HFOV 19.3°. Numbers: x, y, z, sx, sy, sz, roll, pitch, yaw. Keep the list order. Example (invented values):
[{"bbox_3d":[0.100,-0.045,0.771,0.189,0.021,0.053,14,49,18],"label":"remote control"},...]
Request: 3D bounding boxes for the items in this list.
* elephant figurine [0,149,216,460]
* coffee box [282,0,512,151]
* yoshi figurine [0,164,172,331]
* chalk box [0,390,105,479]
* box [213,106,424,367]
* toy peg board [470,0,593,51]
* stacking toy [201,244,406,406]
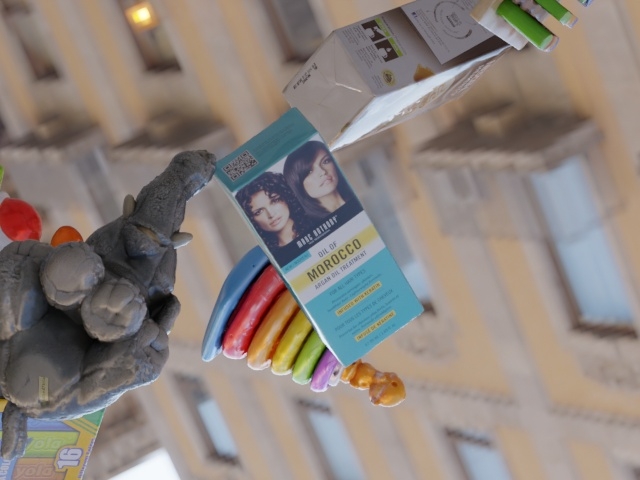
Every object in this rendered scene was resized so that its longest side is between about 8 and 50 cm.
[{"bbox_3d":[-0.176,0.046,1.584,0.186,0.169,0.239,-15,-166,16],"label":"elephant figurine"},{"bbox_3d":[0.095,-0.209,2.253,0.246,0.098,0.141,-25,168,-37],"label":"coffee box"},{"bbox_3d":[-0.342,0.063,2.041,0.203,0.362,0.203,104,12,-65],"label":"yoshi figurine"},{"bbox_3d":[-0.323,0.157,1.693,0.213,0.132,0.132,4,-151,-32],"label":"chalk box"},{"bbox_3d":[0.000,0.000,1.775,0.100,0.244,0.060,-36,-144,-5],"label":"box"},{"bbox_3d":[0.261,-0.265,2.019,0.161,0.079,0.161,-50,159,10],"label":"toy peg board"},{"bbox_3d":[-0.008,0.152,2.717,0.175,0.302,0.165,-51,168,-42],"label":"stacking toy"}]
